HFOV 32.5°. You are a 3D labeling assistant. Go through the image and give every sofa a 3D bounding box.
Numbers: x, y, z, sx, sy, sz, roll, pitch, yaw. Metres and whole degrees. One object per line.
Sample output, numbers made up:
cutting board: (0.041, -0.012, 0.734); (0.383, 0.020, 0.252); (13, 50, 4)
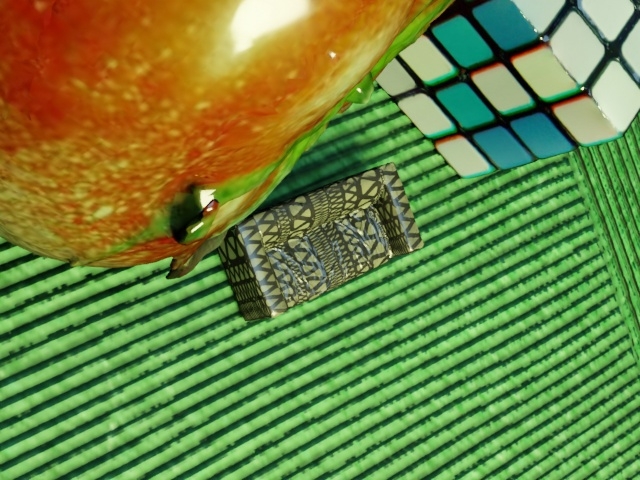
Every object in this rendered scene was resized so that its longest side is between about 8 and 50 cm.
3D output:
sofa: (0.000, 0.000, 0.646); (0.118, 0.039, 0.060); (-23, 96, -31)

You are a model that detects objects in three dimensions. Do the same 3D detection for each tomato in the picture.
tomato: (-0.067, -0.141, 0.482); (0.239, 0.303, 0.303); (43, 63, -1)

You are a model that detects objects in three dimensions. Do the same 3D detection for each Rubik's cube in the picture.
Rubik's cube: (0.124, -0.151, 0.678); (0.155, 0.151, 0.154); (46, 64, -19)
